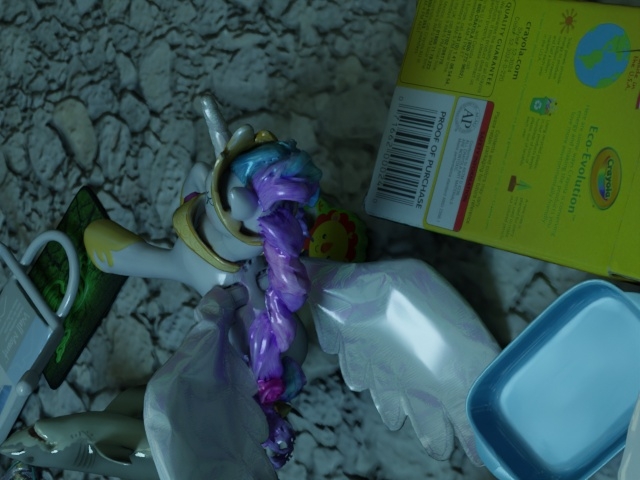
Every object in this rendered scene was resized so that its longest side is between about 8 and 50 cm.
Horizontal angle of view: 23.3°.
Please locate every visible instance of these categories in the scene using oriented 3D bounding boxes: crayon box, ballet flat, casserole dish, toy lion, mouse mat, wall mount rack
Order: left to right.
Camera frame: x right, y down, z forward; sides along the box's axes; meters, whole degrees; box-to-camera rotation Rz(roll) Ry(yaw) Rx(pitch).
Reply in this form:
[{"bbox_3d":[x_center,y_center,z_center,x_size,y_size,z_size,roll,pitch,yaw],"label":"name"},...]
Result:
[{"bbox_3d":[-0.372,0.159,1.695,0.304,0.130,0.350,47,115,42],"label":"wall mount rack"},{"bbox_3d":[-0.349,0.281,1.717,0.114,0.041,0.041,-40,54,34],"label":"ballet flat"},{"bbox_3d":[-0.279,0.051,1.724,0.190,0.007,0.153,-57,46,21],"label":"mouse mat"},{"bbox_3d":[0.000,0.000,1.428,0.096,0.034,0.100,-33,57,28],"label":"toy lion"},{"bbox_3d":[0.188,-0.082,1.210,0.318,0.081,0.202,18,93,48],"label":"crayon box"},{"bbox_3d":[0.193,0.110,1.165,0.114,0.037,0.188,49,117,15],"label":"casserole dish"}]

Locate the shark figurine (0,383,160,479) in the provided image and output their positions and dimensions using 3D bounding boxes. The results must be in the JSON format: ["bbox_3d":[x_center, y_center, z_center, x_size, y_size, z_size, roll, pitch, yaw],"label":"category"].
[{"bbox_3d":[-0.155,0.238,1.503,0.278,0.166,0.116,20,121,30],"label":"shark figurine"}]

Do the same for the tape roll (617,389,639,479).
[{"bbox_3d":[0.330,0.168,0.983,0.286,0.100,0.286,-13,71,44],"label":"tape roll"}]

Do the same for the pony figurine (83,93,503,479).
[{"bbox_3d":[-0.054,0.074,1.282,0.351,0.302,0.363,64,157,1],"label":"pony figurine"}]
